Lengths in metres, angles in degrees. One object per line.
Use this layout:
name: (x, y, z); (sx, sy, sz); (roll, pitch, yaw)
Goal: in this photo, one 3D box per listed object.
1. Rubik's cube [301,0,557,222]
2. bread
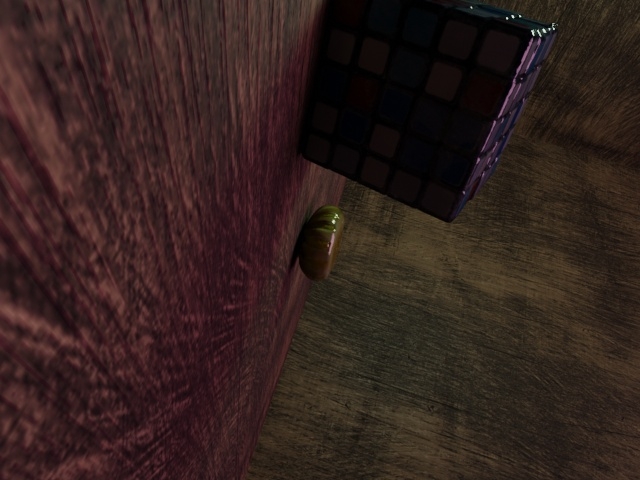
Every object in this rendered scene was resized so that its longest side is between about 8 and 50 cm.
Rubik's cube: (0.179, -0.246, 0.792); (0.292, 0.287, 0.293); (-38, 150, -49)
bread: (0.000, 0.000, 1.279); (0.213, 0.105, 0.213); (17, 90, -83)
